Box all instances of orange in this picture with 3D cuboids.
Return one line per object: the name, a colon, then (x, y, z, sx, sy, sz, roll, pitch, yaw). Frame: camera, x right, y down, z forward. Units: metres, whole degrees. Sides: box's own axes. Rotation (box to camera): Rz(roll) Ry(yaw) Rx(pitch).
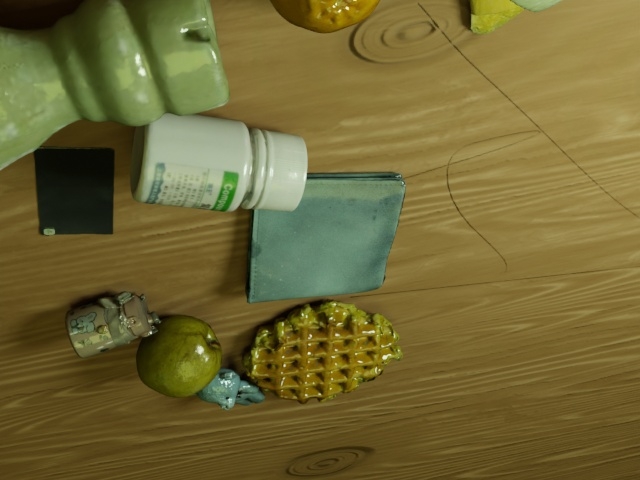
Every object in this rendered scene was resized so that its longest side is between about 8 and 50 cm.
orange: (0.007, -0.320, 1.056, 0.159, 0.136, 0.159, -9, 143, -7)

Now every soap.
soap: (0.239, -0.338, 1.172, 0.089, 0.033, 0.168, -13, 141, 6)

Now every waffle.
waffle: (-0.003, 0.230, 1.752, 0.325, 0.068, 0.302, -37, 134, 25)

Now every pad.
pad: (-0.377, -0.073, 1.354, 0.116, 0.004, 0.193, 0, 138, -15)

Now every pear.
pear: (-0.254, 0.209, 1.605, 0.162, 0.149, 0.149, -27, 139, 33)

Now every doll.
doll: (-0.184, 0.318, 1.802, 0.120, 0.075, 0.180, -24, 138, 22)

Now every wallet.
wallet: (0.000, 0.001, 1.496, 0.251, 0.054, 0.290, -4, 138, -11)

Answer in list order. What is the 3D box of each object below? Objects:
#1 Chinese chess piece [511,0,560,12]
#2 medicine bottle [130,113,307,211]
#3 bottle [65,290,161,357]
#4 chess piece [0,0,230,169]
Chinese chess piece: (0.141, -0.381, 0.853, 0.349, 0.349, 0.146, 25, 119, -36)
medicine bottle: (-0.147, -0.110, 1.265, 0.237, 0.139, 0.139, 5, 137, -22)
bottle: (-0.362, 0.141, 1.545, 0.152, 0.099, 0.099, -18, 140, 0)
chess piece: (-0.339, -0.195, 1.066, 0.442, 0.234, 0.234, -15, 140, -1)
